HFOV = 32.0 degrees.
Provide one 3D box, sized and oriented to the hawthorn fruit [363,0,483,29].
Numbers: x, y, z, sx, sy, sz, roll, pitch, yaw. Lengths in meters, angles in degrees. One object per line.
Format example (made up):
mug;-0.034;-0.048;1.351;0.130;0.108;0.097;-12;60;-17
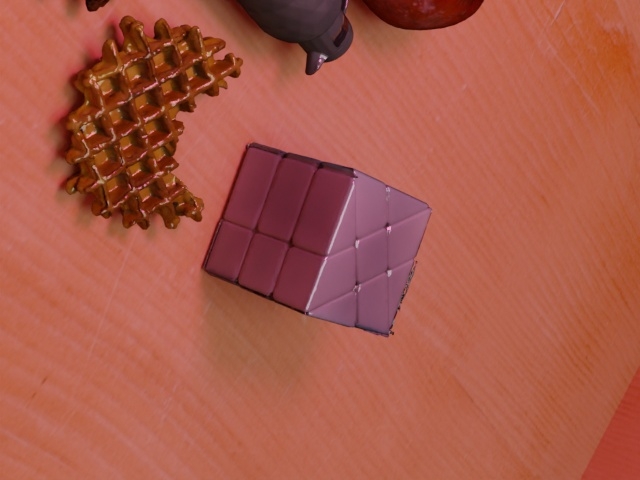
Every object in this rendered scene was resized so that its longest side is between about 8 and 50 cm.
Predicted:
hawthorn fruit;0.165;-0.446;1.750;0.235;0.263;0.231;-20;98;-13

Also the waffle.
waffle;-0.239;-0.160;1.523;0.260;0.069;0.292;10;99;-47

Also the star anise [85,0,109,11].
star anise;-0.288;-0.397;1.375;0.177;0.073;0.234;-56;131;-31

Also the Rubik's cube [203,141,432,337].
Rubik's cube;0.000;0.000;1.723;0.231;0.225;0.221;21;88;-50

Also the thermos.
thermos;-0.043;-0.381;1.603;0.286;0.145;0.182;43;63;-49
